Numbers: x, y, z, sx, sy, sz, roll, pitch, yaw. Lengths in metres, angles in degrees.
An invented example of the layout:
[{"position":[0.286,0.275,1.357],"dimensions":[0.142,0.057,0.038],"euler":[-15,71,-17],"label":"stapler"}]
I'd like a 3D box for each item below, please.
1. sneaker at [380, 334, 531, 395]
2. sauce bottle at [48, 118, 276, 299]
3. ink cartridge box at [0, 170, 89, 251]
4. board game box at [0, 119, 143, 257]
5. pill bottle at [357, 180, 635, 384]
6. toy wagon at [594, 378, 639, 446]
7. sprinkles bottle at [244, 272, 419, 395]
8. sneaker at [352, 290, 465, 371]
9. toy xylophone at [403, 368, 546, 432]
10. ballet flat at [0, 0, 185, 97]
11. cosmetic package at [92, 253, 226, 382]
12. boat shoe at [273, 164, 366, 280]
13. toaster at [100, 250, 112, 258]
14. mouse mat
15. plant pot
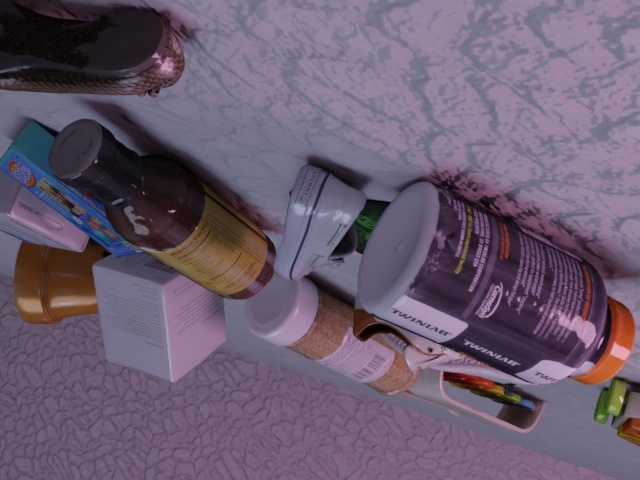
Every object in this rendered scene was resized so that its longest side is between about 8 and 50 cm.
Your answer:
[{"position":[0.205,0.159,1.147],"dimensions":[0.256,0.094,0.151],"euler":[18,169,13],"label":"sneaker"},{"position":[-0.174,-0.031,0.921],"dimensions":[0.111,0.111,0.344],"euler":[11,162,31],"label":"sauce bottle"},{"position":[-0.486,-0.054,1.293],"dimensions":[0.203,0.085,0.148],"euler":[6,160,41],"label":"ink cartridge box"},{"position":[-0.320,-0.060,1.034],"dimensions":[0.210,0.047,0.160],"euler":[41,159,-21],"label":"board game box"},{"position":[0.168,0.051,0.717],"dimensions":[0.246,0.130,0.130],"euler":[25,165,-18],"label":"pill bottle"},{"position":[0.562,0.280,1.168],"dimensions":[0.267,0.068,0.344],"euler":[15,165,17],"label":"toy wagon"},{"position":[0.031,0.165,1.340],"dimensions":[0.121,0.121,0.355],"euler":[5,160,45],"label":"sprinkles bottle"},{"position":[0.178,0.123,0.993],"dimensions":[0.290,0.123,0.106],"euler":[12,162,23],"label":"sneaker"},{"position":[0.299,0.320,1.641],"dimensions":[0.323,0.081,0.236],"euler":[29,163,-33],"label":"toy xylophone"},{"position":[-0.213,-0.145,0.613],"dimensions":[0.250,0.084,0.058],"euler":[7,161,22],"label":"ballet flat"},{"position":[-0.262,0.107,1.299],"dimensions":[0.152,0.183,0.151],"euler":[13,-153,26],"label":"cosmetic package"},{"position":[0.000,0.000,0.821],"dimensions":[0.076,0.083,0.226],"euler":[22,163,3],"label":"boat shoe"},{"position":[-0.311,0.085,1.496],"dimensions":[0.227,0.129,0.146],"euler":[20,168,-6],"label":"toaster"},{"position":[0.068,-0.008,0.885],"dimensions":[0.153,0.007,0.190],"euler":[9,163,36],"label":"mouse mat"},{"position":[-0.505,0.075,1.630],"dimensions":[0.188,0.205,0.205],"euler":[3,165,2],"label":"plant pot"}]
